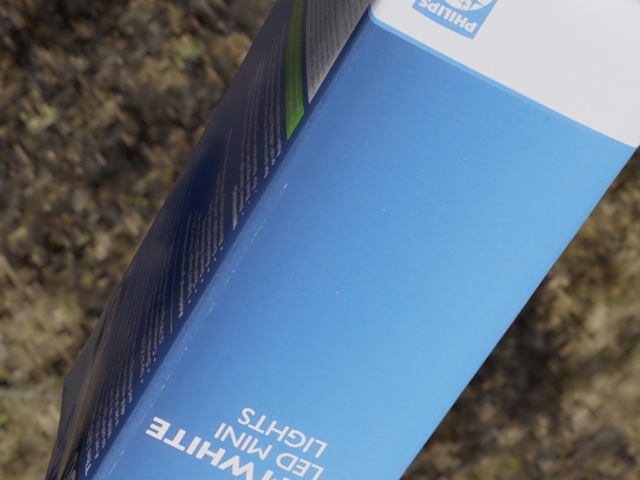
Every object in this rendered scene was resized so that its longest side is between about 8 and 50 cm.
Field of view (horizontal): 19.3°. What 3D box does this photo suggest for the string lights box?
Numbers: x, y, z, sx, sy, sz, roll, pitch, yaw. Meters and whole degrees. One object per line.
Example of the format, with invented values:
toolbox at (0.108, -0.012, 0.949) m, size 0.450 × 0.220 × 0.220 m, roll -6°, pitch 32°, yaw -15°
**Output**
string lights box at (0.000, 0.000, 0.533) m, size 0.077 × 0.133 × 0.259 m, roll 24°, pitch 121°, yaw -12°
